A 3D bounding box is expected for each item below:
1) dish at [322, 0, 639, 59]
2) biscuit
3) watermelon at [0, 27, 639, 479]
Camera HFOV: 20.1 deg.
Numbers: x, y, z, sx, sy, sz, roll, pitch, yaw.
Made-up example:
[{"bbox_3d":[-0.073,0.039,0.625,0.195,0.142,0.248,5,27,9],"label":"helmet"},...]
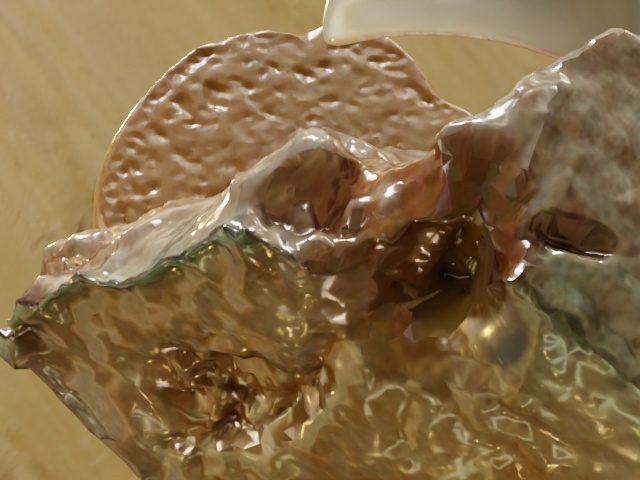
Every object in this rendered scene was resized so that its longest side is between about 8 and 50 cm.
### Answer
[{"bbox_3d":[0.108,-0.150,0.789,0.212,0.151,0.077,-38,-51,-46],"label":"dish"},{"bbox_3d":[0.000,0.000,1.280,0.312,0.057,0.351,-38,-112,-22],"label":"biscuit"},{"bbox_3d":[0.079,0.060,0.620,0.302,0.264,0.151,51,-136,-11],"label":"watermelon"}]
